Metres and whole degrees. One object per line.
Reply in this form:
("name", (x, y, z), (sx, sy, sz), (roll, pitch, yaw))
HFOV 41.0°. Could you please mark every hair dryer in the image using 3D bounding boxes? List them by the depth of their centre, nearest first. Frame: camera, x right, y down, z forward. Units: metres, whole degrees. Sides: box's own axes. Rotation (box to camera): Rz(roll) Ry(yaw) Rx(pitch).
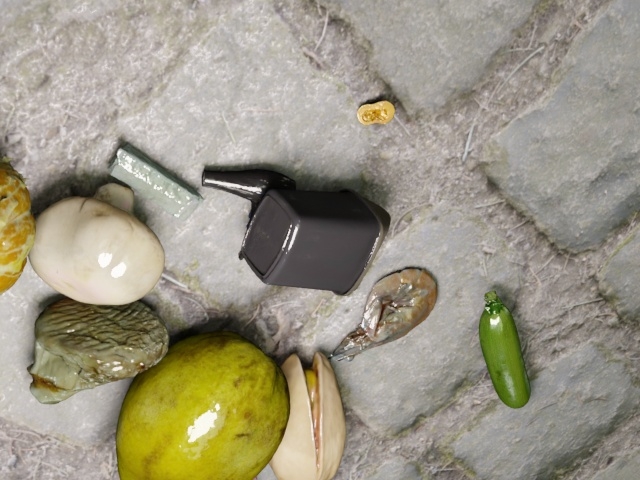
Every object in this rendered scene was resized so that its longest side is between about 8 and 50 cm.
("hair dryer", (-0.163, -0.051, 1.803), (0.195, 0.075, 0.219), (5, 119, -16))

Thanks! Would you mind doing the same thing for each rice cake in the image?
("rice cake", (-0.332, -0.114, 1.704), (0.206, 0.063, 0.069), (33, 104, -28))

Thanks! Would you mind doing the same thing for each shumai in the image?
("shumai", (-0.451, 0.238, 1.748), (0.272, 0.222, 0.203), (13, 122, 1))

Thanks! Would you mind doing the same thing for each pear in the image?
("pear", (-0.249, 0.371, 1.803), (0.413, 0.352, 0.352), (-47, 120, 7))

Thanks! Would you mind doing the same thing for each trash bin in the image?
("trash bin", (0.000, 0.000, 1.784), (0.290, 0.182, 0.209), (4, 124, -40))

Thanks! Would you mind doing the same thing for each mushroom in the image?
("mushroom", (-0.422, -0.001, 1.652), (0.260, 0.254, 0.234), (27, 58, -14))

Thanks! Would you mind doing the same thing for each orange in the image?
("orange", (-0.668, -0.031, 1.499), (0.329, 0.249, 0.329), (0, 107, -1))

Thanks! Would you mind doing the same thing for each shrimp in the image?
("shrimp", (0.141, 0.176, 2.014), (0.317, 0.062, 0.164), (-33, 116, -9))

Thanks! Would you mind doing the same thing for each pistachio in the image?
("pistachio", (-0.036, 0.413, 1.967), (0.193, 0.214, 0.318), (-4, 102, -17))

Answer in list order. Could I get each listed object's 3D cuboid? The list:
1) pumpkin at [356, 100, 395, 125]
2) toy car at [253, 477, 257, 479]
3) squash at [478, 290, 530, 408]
("pumpkin", (0.115, -0.273, 1.819), (0.083, 0.028, 0.050), (-7, 114, -8))
("toy car", (-0.182, 0.567, 2.066), (0.055, 0.069, 0.142), (-37, 130, -49))
("squash", (0.460, 0.283, 2.156), (0.101, 0.101, 0.378), (-25, 123, -9))
